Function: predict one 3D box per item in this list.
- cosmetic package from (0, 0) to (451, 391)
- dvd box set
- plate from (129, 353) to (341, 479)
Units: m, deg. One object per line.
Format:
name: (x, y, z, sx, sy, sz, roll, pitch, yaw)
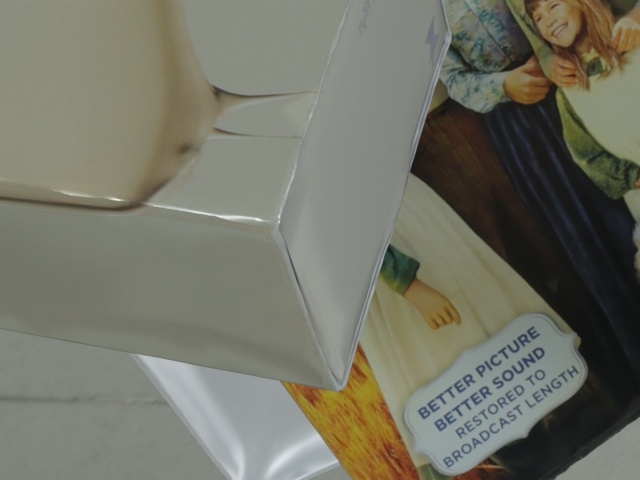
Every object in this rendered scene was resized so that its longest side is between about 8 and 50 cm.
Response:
cosmetic package: (-0.125, -0.062, 0.595, 0.309, 0.113, 0.160, 7, 60, 18)
dvd box set: (0.046, -0.102, 0.796, 0.307, 0.062, 0.420, -36, 86, 3)
plate: (0.000, 0.000, 0.969, 0.277, 0.045, 0.278, -26, 115, 20)
